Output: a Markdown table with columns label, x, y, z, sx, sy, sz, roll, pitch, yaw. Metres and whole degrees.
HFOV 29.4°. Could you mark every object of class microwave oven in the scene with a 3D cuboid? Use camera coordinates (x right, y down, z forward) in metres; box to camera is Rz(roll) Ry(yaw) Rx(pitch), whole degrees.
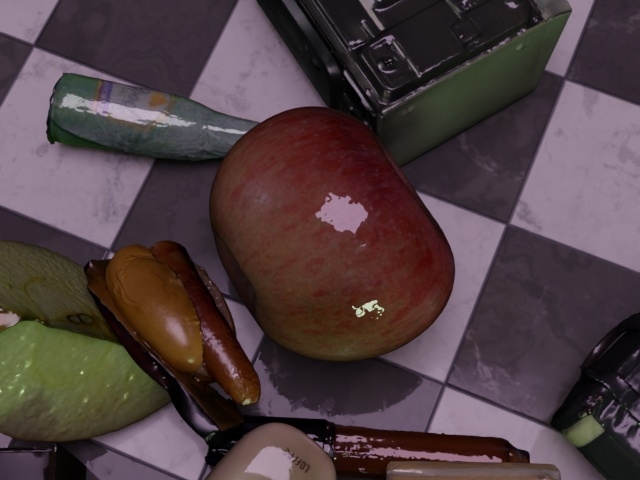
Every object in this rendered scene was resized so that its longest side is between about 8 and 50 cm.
| label | x | y | z | sx | sy | sz | roll | pitch | yaw |
| --- | --- | --- | --- | --- | --- | --- | --- | --- | --- |
| microwave oven | 0.105 | -0.353 | 1.709 | 0.333 | 0.247 | 0.394 | -30 | 72 | -11 |

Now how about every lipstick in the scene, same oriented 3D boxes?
| label | x | y | z | sx | sy | sz | roll | pitch | yaw |
| --- | --- | --- | --- | --- | --- | --- | --- | --- | --- |
| lipstick | 0.058 | 0.273 | 1.563 | 0.418 | 0.077 | 0.077 | 5 | 69 | 1 |

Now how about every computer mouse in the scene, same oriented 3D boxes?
| label | x | y | z | sx | sy | sz | roll | pitch | yaw |
| --- | --- | --- | --- | --- | --- | --- | --- | --- | --- |
| computer mouse | -0.084 | 0.336 | 1.498 | 0.145 | 0.082 | 0.236 | 40 | 96 | -1 |

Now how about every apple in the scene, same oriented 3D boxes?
| label | x | y | z | sx | sy | sz | roll | pitch | yaw |
| --- | --- | --- | --- | --- | --- | --- | --- | --- | --- |
| apple | 0.000 | 0.000 | 1.547 | 0.269 | 0.345 | 0.344 | -34 | 72 | 7 |
| apple | -0.329 | 0.127 | 1.534 | 0.179 | 0.346 | 0.254 | -7 | 71 | 41 |

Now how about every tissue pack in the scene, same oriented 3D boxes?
| label | x | y | z | sx | sy | sz | roll | pitch | yaw |
| --- | --- | --- | --- | --- | --- | --- | --- | --- | --- |
| tissue pack | 0.186 | 0.366 | 1.494 | 0.222 | 0.090 | 0.186 | -1 | 96 | 0 |

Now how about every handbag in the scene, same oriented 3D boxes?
| label | x | y | z | sx | sy | sz | roll | pitch | yaw |
| --- | --- | --- | --- | --- | --- | --- | --- | --- | --- |
| handbag | 0.420 | 0.191 | 1.538 | 0.254 | 0.181 | 0.181 | -43 | 82 | -15 |

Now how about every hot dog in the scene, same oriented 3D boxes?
| label | x | y | z | sx | sy | sz | roll | pitch | yaw |
| --- | --- | --- | --- | --- | --- | --- | --- | --- | --- |
| hot dog | -0.166 | 0.101 | 1.557 | 0.326 | 0.194 | 0.107 | 46 | 105 | 20 |

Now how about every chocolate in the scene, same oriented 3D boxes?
| label | x | y | z | sx | sy | sz | roll | pitch | yaw |
| --- | --- | --- | --- | --- | --- | --- | --- | --- | --- |
| chocolate | -0.232 | -0.165 | 1.722 | 0.291 | 0.110 | 0.110 | 9 | 70 | 2 |

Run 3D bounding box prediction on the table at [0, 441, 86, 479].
| label | x | y | z | sx | sy | sz | roll | pitch | yaw |
| --- | --- | --- | --- | --- | --- | --- | --- | --- | --- |
| table | -0.403 | 0.342 | 1.493 | 0.193 | 0.169 | 0.172 | -2 | 69 | 1 |
